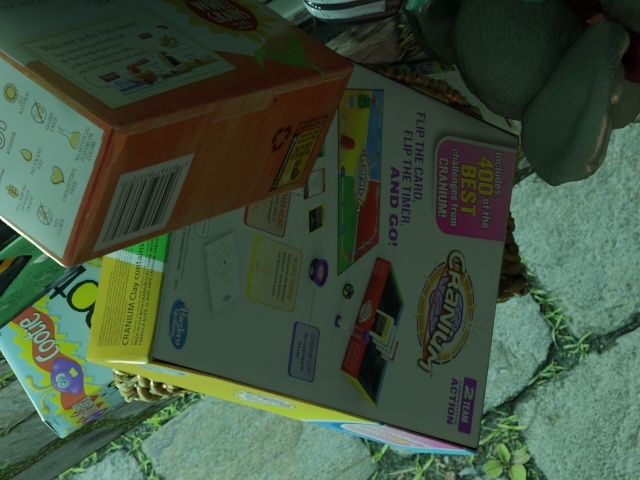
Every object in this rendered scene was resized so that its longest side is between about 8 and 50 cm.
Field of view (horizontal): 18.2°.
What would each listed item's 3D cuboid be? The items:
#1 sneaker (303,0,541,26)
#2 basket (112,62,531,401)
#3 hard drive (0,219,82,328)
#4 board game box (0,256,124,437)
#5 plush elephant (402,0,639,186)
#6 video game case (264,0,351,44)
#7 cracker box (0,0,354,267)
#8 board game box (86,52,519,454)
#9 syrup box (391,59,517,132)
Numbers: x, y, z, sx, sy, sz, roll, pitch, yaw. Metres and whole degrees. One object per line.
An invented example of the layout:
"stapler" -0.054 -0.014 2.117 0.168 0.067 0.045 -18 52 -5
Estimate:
"sneaker" 0.089 -0.201 1.237 0.224 0.098 0.083 -8 145 -11
"basket" -0.021 -0.011 1.572 0.223 0.213 0.299 -20 174 40
"hard drive" -0.276 0.016 1.457 0.237 0.064 0.339 -36 170 24
"board game box" -0.152 0.036 1.750 0.275 0.144 0.142 -32 171 -7
"plush elephant" 0.207 -0.171 1.417 0.330 0.272 0.255 13 127 -38
"video game case" -0.046 -0.147 1.511 0.157 0.019 0.143 -31 171 -3
"cracker box" -0.124 -0.090 0.801 0.156 0.232 0.067 -21 140 -53
"board game box" 0.000 0.000 1.353 0.064 0.242 0.316 -4 162 45
"syrup box" 0.092 -0.112 1.950 0.093 0.096 0.237 -34 172 27
